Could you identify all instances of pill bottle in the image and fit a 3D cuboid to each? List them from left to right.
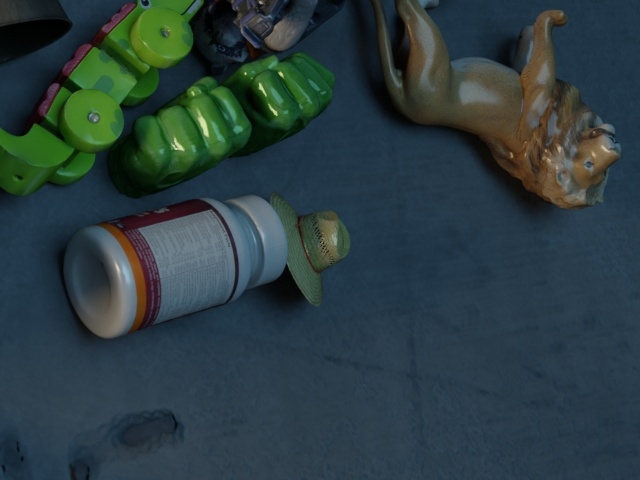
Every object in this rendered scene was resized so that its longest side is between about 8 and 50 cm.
[{"bbox_3d":[-0.151,0.022,1.873,0.221,0.121,0.121,-16,87,-38],"label":"pill bottle"}]

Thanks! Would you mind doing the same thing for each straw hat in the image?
[{"bbox_3d":[0.000,0.000,1.979,0.144,0.061,0.144,60,15,-27],"label":"straw hat"}]

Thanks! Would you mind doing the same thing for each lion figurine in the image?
[{"bbox_3d":[0.195,-0.185,2.192,0.392,0.142,0.240,12,78,-18],"label":"lion figurine"}]

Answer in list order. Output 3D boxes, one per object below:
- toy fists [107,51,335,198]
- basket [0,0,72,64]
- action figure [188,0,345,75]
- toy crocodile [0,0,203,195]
[{"bbox_3d":[-0.103,-0.135,1.937,0.279,0.142,0.096,-24,93,-38],"label":"toy fists"},{"bbox_3d":[-0.380,-0.295,1.781,0.204,0.154,0.227,-17,84,-41],"label":"basket"},{"bbox_3d":[-0.001,-0.275,1.950,0.178,0.330,0.341,54,20,-29],"label":"action figure"},{"bbox_3d":[-0.234,-0.168,1.868,0.105,0.115,0.340,41,57,-8],"label":"toy crocodile"}]
